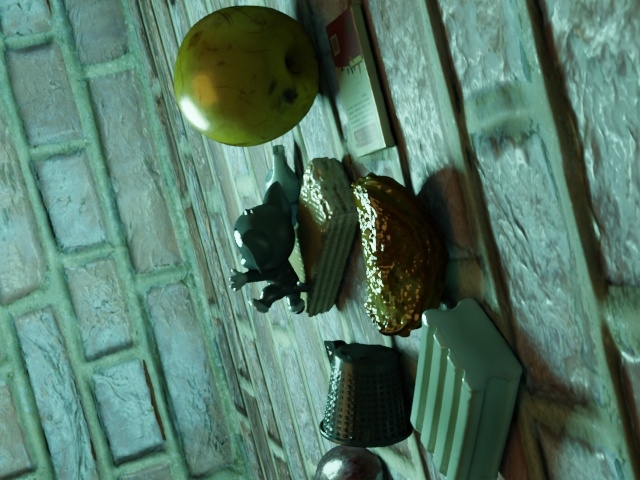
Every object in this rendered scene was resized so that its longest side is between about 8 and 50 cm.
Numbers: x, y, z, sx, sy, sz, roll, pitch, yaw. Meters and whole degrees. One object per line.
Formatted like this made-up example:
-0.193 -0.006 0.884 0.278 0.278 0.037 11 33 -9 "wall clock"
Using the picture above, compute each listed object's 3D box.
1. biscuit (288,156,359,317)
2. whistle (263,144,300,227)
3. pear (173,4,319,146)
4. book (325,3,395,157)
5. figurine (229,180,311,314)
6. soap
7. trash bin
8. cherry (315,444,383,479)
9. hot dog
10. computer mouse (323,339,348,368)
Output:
0.000 0.000 1.947 0.426 0.078 0.144 105 147 -59 "biscuit"
-0.088 -0.084 2.138 0.180 0.093 0.269 -84 -8 -58 "whistle"
-0.132 -0.300 1.785 0.280 0.280 0.281 164 90 -74 "pear"
0.062 -0.256 1.602 0.162 0.022 0.232 176 79 -76 "book"
-0.098 0.048 1.930 0.140 0.193 0.265 -16 112 39 "figurine"
0.211 0.234 1.444 0.265 0.087 0.160 90 157 -44 "soap"
0.086 0.278 1.804 0.175 0.175 0.161 -149 59 -67 "trash bin"
0.064 0.525 2.107 0.176 0.140 0.176 179 90 -70 "cherry"
0.122 0.013 1.502 0.175 0.114 0.259 -127 28 -62 "hot dog"
0.049 0.261 2.073 0.172 0.057 0.099 81 165 -63 "computer mouse"
